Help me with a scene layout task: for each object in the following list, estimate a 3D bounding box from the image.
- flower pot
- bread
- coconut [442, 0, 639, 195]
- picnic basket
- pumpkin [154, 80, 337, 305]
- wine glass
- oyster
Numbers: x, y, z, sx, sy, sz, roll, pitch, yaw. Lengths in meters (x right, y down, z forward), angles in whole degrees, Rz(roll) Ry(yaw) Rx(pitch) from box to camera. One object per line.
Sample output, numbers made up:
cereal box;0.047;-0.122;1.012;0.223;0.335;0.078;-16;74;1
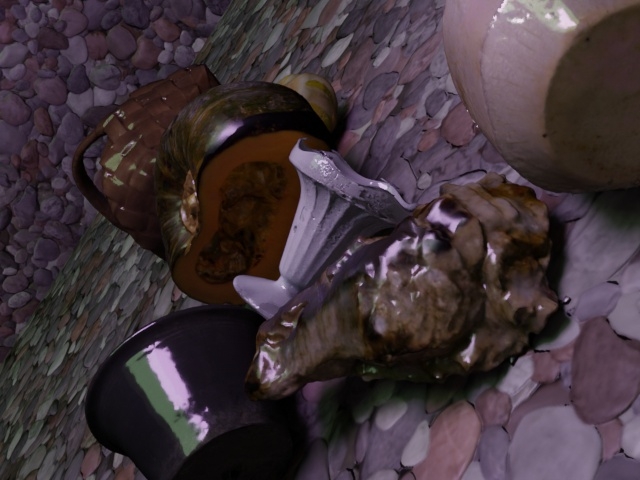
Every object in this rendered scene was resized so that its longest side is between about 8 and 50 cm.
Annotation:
flower pot;-0.122;0.202;0.836;0.235;0.235;0.148;-52;45;11
bread;-0.051;-0.170;1.227;0.213;0.105;0.213;-38;34;33
coconut;0.214;-0.156;0.610;0.241;0.241;0.241;-42;29;30
picnic basket;-0.283;-0.106;1.332;0.337;0.293;0.337;-27;36;21
pumpkin;-0.100;-0.092;1.062;0.324;0.242;0.232;-61;33;36
wine glass;0.000;0.000;0.885;0.196;0.165;0.165;-60;25;7
oyster;0.064;0.056;0.733;0.337;0.133;0.197;-34;26;33
